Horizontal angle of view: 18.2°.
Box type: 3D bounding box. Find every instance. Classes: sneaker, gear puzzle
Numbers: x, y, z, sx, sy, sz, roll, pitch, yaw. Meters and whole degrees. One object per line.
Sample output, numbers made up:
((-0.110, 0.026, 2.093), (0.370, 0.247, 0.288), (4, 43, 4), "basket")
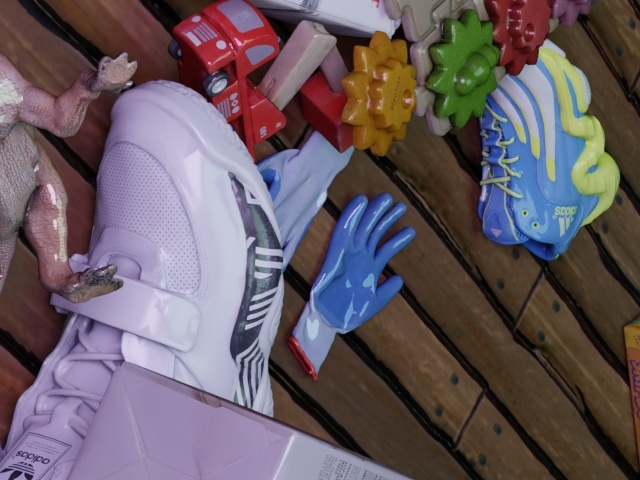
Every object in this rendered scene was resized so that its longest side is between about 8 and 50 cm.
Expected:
((-0.137, 0.089, 1.282), (0.210, 0.137, 0.365), (-19, 115, -48), "sneaker")
((0.170, -0.069, 1.631), (0.240, 0.091, 0.126), (49, 62, -42), "sneaker")
((0.116, -0.178, 1.453), (0.339, 0.044, 0.175), (-44, 130, -38), "gear puzzle")

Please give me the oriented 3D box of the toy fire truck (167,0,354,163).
((-0.031, -0.109, 1.380), (0.135, 0.047, 0.192), (-34, 152, -18), "toy fire truck")

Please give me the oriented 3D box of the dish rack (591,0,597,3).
((0.193, -0.353, 1.612), (0.208, 0.074, 0.271), (39, 69, -46), "dish rack")

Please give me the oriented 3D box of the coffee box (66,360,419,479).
((-0.023, 0.166, 1.239), (0.246, 0.141, 0.098), (30, 81, -54), "coffee box")

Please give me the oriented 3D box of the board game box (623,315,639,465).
((0.351, 0.177, 1.927), (0.124, 0.039, 0.259), (-30, 122, -40), "board game box")

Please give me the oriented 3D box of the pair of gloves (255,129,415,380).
((0.000, 0.000, 1.506), (0.159, 0.023, 0.198), (-56, 134, -25), "pair of gloves")

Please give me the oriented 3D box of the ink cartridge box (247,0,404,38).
((-0.030, -0.238, 1.372), (0.218, 0.092, 0.158), (11, 89, -47), "ink cartridge box")

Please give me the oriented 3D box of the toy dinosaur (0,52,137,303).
((-0.211, -0.070, 1.183), (0.127, 0.200, 0.295), (-21, 137, -26), "toy dinosaur")
